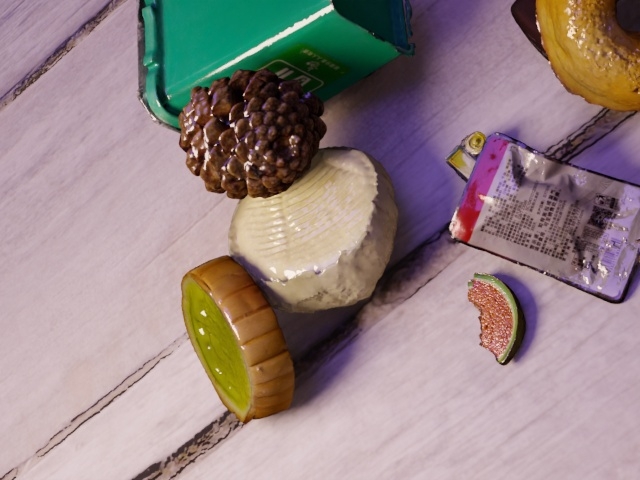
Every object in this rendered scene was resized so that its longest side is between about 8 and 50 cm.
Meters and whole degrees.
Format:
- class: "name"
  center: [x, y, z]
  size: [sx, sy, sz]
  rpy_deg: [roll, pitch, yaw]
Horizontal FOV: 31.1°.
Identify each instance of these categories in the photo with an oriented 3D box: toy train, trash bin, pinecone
- class: "toy train"
  center: [0.247, -0.068, 1.556]
  size: [0.081, 0.060, 0.202]
  rpy_deg: [-46, 55, 5]
- class: "trash bin"
  center: [-0.072, -0.325, 1.703]
  size: [0.381, 0.259, 0.295]
  rpy_deg: [-20, 64, 35]
- class: "pinecone"
  center: [-0.098, -0.143, 1.567]
  size: [0.204, 0.184, 0.179]
  rpy_deg: [15, 89, 65]

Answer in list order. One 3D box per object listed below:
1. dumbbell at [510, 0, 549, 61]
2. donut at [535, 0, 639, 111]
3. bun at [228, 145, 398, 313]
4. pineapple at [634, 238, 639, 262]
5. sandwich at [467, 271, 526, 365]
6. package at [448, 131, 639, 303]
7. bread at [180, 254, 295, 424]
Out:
- class: "dumbbell"
  center: [0.379, -0.339, 1.558]
  size: [0.225, 0.124, 0.140]
  rpy_deg: [-42, 54, 8]
- class: "donut"
  center: [0.416, -0.293, 1.439]
  size: [0.278, 0.108, 0.277]
  rpy_deg: [0, 98, 2]
- class: "bun"
  center: [0.000, 0.000, 1.616]
  size: [0.259, 0.152, 0.259]
  rpy_deg: [-15, 51, 20]
- class: "pineapple"
  center: [0.534, 0.012, 1.197]
  size: [0.300, 0.352, 0.352]
  rpy_deg: [-41, 54, -3]
- class: "sandwich"
  center: [0.234, 0.099, 1.509]
  size: [0.067, 0.029, 0.135]
  rpy_deg: [-28, 58, 24]
- class: "package"
  center: [0.299, -0.031, 1.467]
  size: [0.239, 0.030, 0.154]
  rpy_deg: [22, 93, 9]
- class: "bread"
  center: [-0.117, 0.138, 1.588]
  size: [0.070, 0.236, 0.236]
  rpy_deg: [-25, 50, -23]
